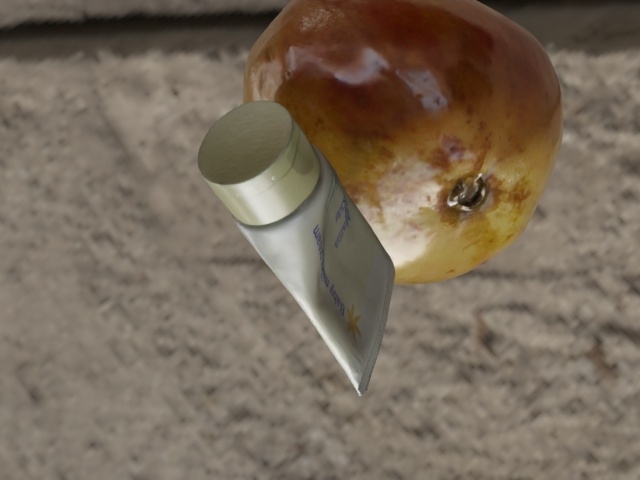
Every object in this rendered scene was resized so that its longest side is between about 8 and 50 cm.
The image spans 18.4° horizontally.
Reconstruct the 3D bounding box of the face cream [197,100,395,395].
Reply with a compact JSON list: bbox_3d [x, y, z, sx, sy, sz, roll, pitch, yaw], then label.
[{"bbox_3d":[0.000,0.000,1.337,0.070,0.114,0.224,-5,142,29],"label":"face cream"}]

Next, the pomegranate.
[{"bbox_3d":[0.057,-0.097,1.557,0.270,0.252,0.229,-120,33,-53],"label":"pomegranate"}]
